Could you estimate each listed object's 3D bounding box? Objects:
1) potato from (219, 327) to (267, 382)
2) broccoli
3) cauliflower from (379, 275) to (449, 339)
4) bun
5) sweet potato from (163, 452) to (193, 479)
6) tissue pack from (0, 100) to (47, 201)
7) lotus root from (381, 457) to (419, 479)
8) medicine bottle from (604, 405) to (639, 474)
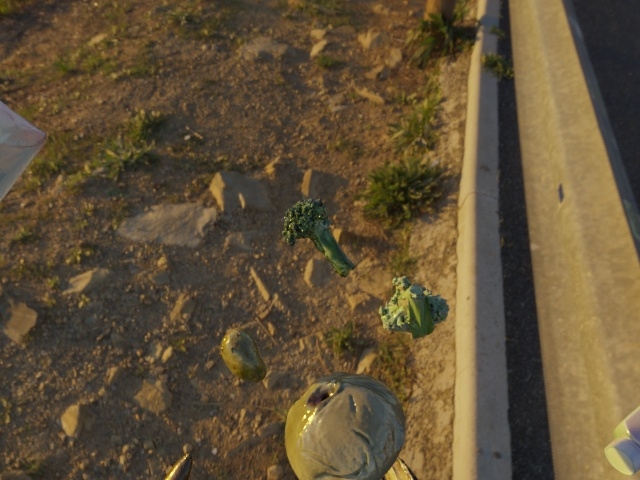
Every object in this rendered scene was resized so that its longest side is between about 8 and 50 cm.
[{"bbox_3d":[-0.173,0.264,1.163,0.070,0.091,0.138,-39,108,-54],"label":"potato"},{"bbox_3d":[-0.004,-0.005,1.652,0.177,0.198,0.275,-40,99,0],"label":"broccoli"},{"bbox_3d":[0.355,0.242,1.956,0.256,0.315,0.239,16,61,18],"label":"cauliflower"},{"bbox_3d":[0.025,0.249,0.706,0.173,0.113,0.166,-36,24,-4],"label":"bun"},{"bbox_3d":[-0.405,0.730,1.394,0.108,0.346,0.079,1,19,-18],"label":"sweet potato"},{"bbox_3d":[-0.579,-0.111,0.773,0.124,0.201,0.271,18,71,38],"label":"tissue pack"},{"bbox_3d":[0.262,0.758,1.460,0.078,0.167,0.329,20,24,-29],"label":"lotus root"},{"bbox_3d":[0.527,0.328,0.849,0.118,0.055,0.074,-26,50,-23],"label":"medicine bottle"}]
